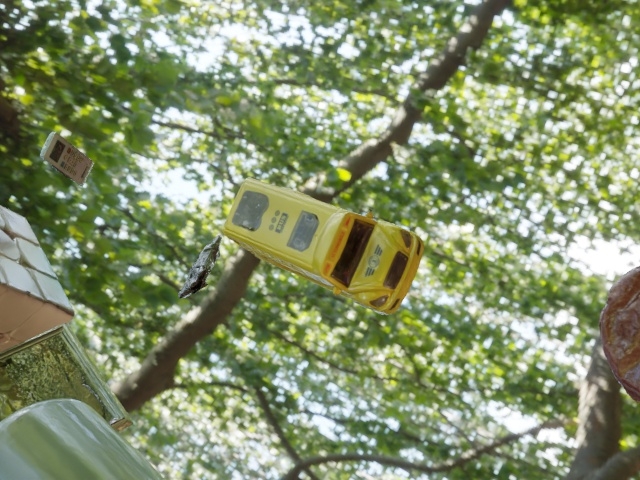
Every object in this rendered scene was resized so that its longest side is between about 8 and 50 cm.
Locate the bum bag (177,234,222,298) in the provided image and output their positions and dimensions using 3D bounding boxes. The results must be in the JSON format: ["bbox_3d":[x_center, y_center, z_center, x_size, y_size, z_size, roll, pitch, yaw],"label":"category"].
[{"bbox_3d":[-0.249,0.056,1.671,0.087,0.049,0.198,-53,10,28],"label":"bum bag"}]

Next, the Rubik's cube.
[{"bbox_3d":[-0.694,0.092,1.433,0.291,0.290,0.291,-40,-30,3],"label":"Rubik's cube"}]

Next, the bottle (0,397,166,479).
[{"bbox_3d":[-0.173,0.296,0.693,0.168,0.347,0.169,-36,-37,-34],"label":"bottle"}]

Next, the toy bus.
[{"bbox_3d":[0.000,0.000,1.274,0.152,0.330,0.144,28,-96,-51],"label":"toy bus"}]

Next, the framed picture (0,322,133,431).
[{"bbox_3d":[-0.432,0.241,1.196,0.197,0.252,0.014,-26,-42,-28],"label":"framed picture"}]

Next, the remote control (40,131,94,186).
[{"bbox_3d":[-0.541,-0.170,1.657,0.065,0.029,0.166,-68,-20,-12],"label":"remote control"}]

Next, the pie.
[{"bbox_3d":[0.402,0.108,0.873,0.049,0.182,0.183,-2,-68,-49],"label":"pie"}]
